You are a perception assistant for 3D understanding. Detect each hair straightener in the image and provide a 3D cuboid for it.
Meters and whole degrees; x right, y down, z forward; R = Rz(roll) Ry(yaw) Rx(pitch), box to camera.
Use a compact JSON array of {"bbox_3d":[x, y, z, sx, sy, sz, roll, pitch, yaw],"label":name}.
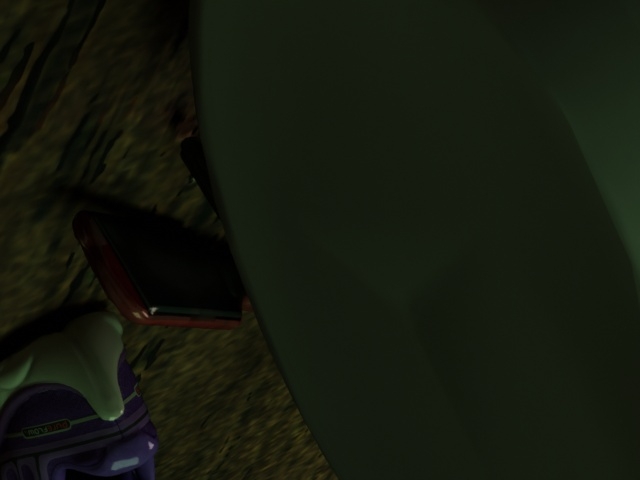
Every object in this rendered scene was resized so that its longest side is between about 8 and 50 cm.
[{"bbox_3d":[0.000,0.000,0.679,0.089,0.047,0.230,-35,162,10],"label":"hair straightener"}]

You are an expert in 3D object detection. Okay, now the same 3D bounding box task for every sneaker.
[{"bbox_3d":[-0.098,0.093,0.728,0.068,0.071,0.170,-23,161,-25],"label":"sneaker"}]

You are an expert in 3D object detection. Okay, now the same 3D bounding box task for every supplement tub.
[{"bbox_3d":[0.159,-0.047,0.503,0.331,0.241,0.241,-24,161,-22],"label":"supplement tub"}]
